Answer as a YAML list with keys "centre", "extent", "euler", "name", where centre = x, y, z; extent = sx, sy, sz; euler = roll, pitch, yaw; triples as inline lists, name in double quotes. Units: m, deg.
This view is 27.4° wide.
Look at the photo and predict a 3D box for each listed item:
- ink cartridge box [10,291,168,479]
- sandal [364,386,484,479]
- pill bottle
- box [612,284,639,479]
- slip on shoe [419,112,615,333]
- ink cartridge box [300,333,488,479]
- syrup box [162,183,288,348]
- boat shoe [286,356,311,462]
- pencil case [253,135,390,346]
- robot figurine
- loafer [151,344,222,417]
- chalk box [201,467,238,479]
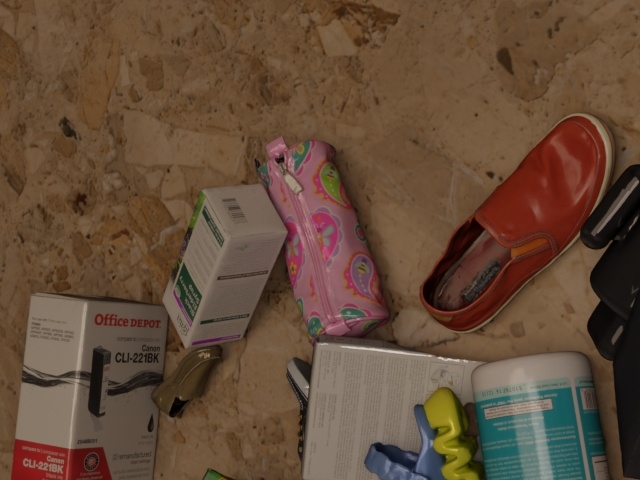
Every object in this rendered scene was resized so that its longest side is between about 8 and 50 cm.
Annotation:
- centre: [-0.332, 0.217, 1.913]
  extent: [0.114, 0.197, 0.273]
  euler: [3, 87, 31]
  name: "ink cartridge box"
- centre: [0.148, 0.348, 1.615]
  extent: [0.138, 0.126, 0.317]
  euler: [-18, 81, 10]
  name: "sandal"
- centre: [0.267, 0.270, 1.561]
  extent: [0.146, 0.146, 0.264]
  euler: [-14, 77, 30]
  name: "pill bottle"
- centre: [0.481, 0.079, 1.271]
  extent: [0.312, 0.179, 0.343]
  euler: [10, 126, 0]
  name: "box"
- centre: [0.243, -0.019, 1.635]
  extent: [0.331, 0.101, 0.123]
  euler: [-51, 60, 16]
  name: "slip on shoe"
- centre: [0.098, 0.227, 1.691]
  extent: [0.232, 0.066, 0.189]
  euler: [6, 100, -3]
  name: "ink cartridge box"
- centre: [-0.135, 0.038, 1.809]
  extent: [0.093, 0.096, 0.237]
  euler: [60, 142, 32]
  name: "syrup box"
- centre: [-0.009, 0.251, 1.783]
  extent: [0.083, 0.065, 0.183]
  euler: [-43, 66, 16]
  name: "boat shoe"
- centre: [0.000, 0.000, 1.775]
  extent: [0.124, 0.124, 0.284]
  euler: [-26, 73, 27]
  name: "pencil case"
- centre: [0.416, 0.025, 1.476]
  extent: [0.278, 0.209, 0.173]
  euler: [-57, 47, 14]
  name: "robot figurine"
- centre: [-0.187, 0.205, 1.911]
  extent: [0.148, 0.056, 0.050]
  euler: [-46, 64, 31]
  name: "loafer"
- centre: [-0.123, 0.439, 1.762]
  extent: [0.132, 0.132, 0.213]
  euler: [22, 81, 37]
  name: "chalk box"
